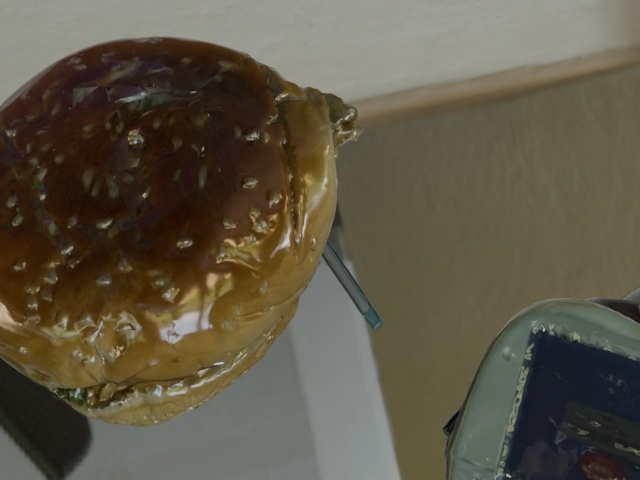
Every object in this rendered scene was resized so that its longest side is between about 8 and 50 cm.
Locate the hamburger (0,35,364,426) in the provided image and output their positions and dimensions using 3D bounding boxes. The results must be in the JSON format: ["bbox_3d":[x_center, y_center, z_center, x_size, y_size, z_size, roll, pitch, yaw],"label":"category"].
[{"bbox_3d":[-0.108,-0.014,0.722,0.285,0.243,0.146,-12,149,-3],"label":"hamburger"}]

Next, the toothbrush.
[{"bbox_3d":[0.000,0.000,0.832,0.011,0.167,0.014,-39,153,9],"label":"toothbrush"}]

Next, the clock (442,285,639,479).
[{"bbox_3d":[0.176,0.087,0.524,0.199,0.147,0.243,11,-174,34],"label":"clock"}]
